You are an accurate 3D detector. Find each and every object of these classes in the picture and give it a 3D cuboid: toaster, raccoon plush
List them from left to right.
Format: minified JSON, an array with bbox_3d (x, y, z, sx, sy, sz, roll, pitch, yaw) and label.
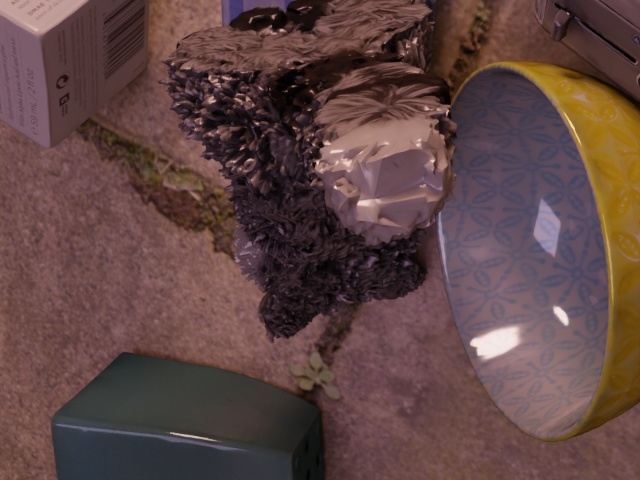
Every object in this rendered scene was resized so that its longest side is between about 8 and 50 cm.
[{"bbox_3d":[0.000,0.000,0.834,0.216,0.446,0.299,-7,116,6],"label":"raccoon plush"},{"bbox_3d":[0.255,-0.204,0.770,0.146,0.227,0.129,36,162,17],"label":"toaster"}]

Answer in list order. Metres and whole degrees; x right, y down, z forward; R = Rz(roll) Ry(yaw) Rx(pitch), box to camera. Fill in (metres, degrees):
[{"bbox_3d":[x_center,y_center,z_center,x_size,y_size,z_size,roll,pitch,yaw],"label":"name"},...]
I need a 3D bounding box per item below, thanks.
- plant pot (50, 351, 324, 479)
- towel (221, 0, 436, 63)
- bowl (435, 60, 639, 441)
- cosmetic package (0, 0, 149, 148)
[{"bbox_3d":[-0.122,0.229,1.115,0.234,0.165,0.165,4,109,16],"label":"plant pot"},{"bbox_3d":[0.004,-0.287,0.915,0.209,0.034,0.285,11,120,17],"label":"towel"},{"bbox_3d":[0.215,-0.001,0.854,0.156,0.289,0.289,-9,108,-17],"label":"bowl"},{"bbox_3d":[-0.273,-0.216,1.009,0.184,0.151,0.151,31,145,13],"label":"cosmetic package"}]
